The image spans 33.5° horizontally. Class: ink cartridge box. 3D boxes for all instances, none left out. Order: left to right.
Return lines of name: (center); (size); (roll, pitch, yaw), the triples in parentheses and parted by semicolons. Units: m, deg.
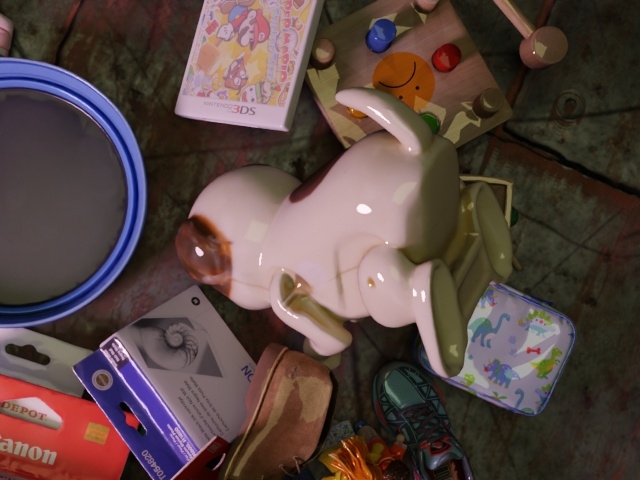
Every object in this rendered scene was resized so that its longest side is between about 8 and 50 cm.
ink cartridge box: (-0.469, 0.296, 1.498); (0.207, 0.119, 0.353); (19, 84, -5)
ink cartridge box: (-0.414, 0.320, 1.405); (0.296, 0.066, 0.261); (20, 86, -15)
ink cartridge box: (-0.190, 0.380, 1.443); (0.239, 0.275, 0.060); (-42, 76, -8)
ink cartridge box: (-0.197, 0.203, 1.504); (0.224, 0.045, 0.223); (-35, 85, -39)

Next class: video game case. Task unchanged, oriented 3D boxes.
video game case: (-0.104, -0.280, 1.560); (0.206, 0.026, 0.226); (11, 84, 33)

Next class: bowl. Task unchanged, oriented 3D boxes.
bowl: (-0.446, -0.067, 1.541); (0.391, 0.077, 0.391); (1, 85, -7)

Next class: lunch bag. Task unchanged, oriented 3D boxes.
lunch bag: (0.262, 0.151, 1.597); (0.219, 0.090, 0.176); (24, 85, -4)

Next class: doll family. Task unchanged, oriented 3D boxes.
doll family: (0.007, 0.350, 1.493); (0.263, 0.163, 0.118); (-45, 123, -4)

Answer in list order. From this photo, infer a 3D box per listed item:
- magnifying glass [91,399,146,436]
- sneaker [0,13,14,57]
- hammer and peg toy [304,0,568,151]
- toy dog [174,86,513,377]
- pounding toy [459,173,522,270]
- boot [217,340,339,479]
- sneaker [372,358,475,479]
magnifying glass: (-0.236, 0.244, 1.576); (0.231, 0.026, 0.092); (-18, 88, -5)
sneaker: (-0.517, -0.320, 1.568); (0.134, 0.051, 0.070); (17, 83, -8)
hammer and peg toy: (0.164, -0.266, 1.596); (0.361, 0.127, 0.265); (-30, 88, -7)
toy dog: (0.000, 0.000, 1.455); (0.395, 0.408, 0.284); (62, 40, -35)
pounding toy: (0.245, -0.027, 1.614); (0.141, 0.100, 0.130); (5, 85, 5)
boot: (-0.065, 0.301, 1.454); (0.115, 0.112, 0.305); (19, 93, 11)
sneaker: (0.168, 0.291, 1.560); (0.104, 0.125, 0.261); (-28, 90, -12)
